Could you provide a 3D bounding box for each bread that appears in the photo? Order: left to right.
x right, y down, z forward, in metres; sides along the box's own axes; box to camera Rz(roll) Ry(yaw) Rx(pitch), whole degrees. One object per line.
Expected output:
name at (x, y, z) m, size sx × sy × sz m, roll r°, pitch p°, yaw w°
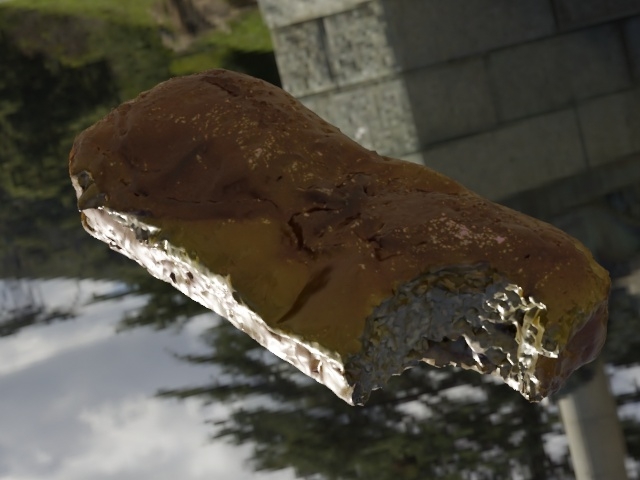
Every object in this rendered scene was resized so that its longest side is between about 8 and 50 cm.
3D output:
bread at (0.000, 0.000, 0.907) m, size 0.380 × 0.109 × 0.185 m, roll 29°, pitch -138°, yaw 32°
